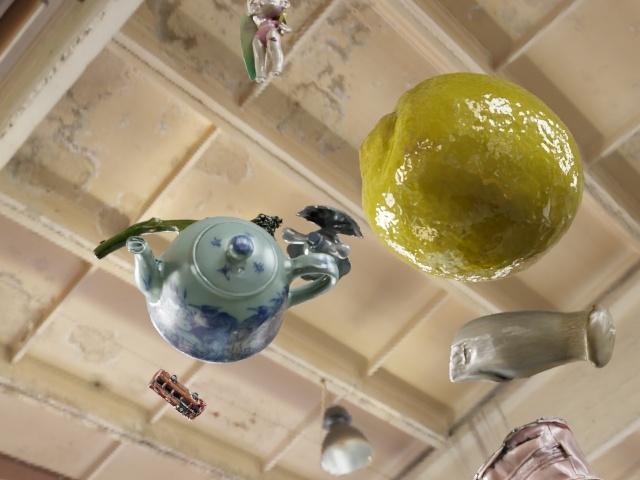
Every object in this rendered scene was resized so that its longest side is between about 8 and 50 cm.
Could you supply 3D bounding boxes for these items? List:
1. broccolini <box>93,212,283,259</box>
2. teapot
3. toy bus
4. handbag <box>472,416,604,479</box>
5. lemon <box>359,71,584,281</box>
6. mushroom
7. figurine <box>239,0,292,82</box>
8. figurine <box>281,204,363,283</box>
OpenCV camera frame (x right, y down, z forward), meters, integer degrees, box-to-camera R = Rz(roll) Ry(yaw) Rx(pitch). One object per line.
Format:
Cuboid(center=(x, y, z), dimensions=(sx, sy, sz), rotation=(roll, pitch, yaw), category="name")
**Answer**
Cuboid(center=(-0.178, 0.029, 1.048), dimensions=(0.271, 0.123, 0.062), rotation=(-2, -36, 23), category="broccolini")
Cuboid(center=(-0.095, 0.038, 0.884), dimensions=(0.232, 0.159, 0.159), rotation=(5, -55, -18), category="teapot")
Cuboid(center=(-0.257, 0.278, 1.487), dimensions=(0.110, 0.043, 0.031), rotation=(41, -52, -10), category="toy bus")
Cuboid(center=(0.348, 0.391, 1.314), dimensions=(0.179, 0.116, 0.205), rotation=(10, -56, -31), category="handbag")
Cuboid(center=(0.229, -0.094, 1.278), dimensions=(0.348, 0.348, 0.348), rotation=(-7, -52, -9), category="lemon")
Cuboid(center=(0.267, 0.141, 1.110), dimensions=(0.247, 0.096, 0.108), rotation=(-19, -62, 38), category="mushroom")
Cuboid(center=(-0.078, -0.312, 1.247), dimensions=(0.083, 0.187, 0.083), rotation=(-4, -30, -2), category="figurine")
Cuboid(center=(0.000, 0.000, 0.974), dimensions=(0.094, 0.082, 0.086), rotation=(19, -21, 3), category="figurine")
